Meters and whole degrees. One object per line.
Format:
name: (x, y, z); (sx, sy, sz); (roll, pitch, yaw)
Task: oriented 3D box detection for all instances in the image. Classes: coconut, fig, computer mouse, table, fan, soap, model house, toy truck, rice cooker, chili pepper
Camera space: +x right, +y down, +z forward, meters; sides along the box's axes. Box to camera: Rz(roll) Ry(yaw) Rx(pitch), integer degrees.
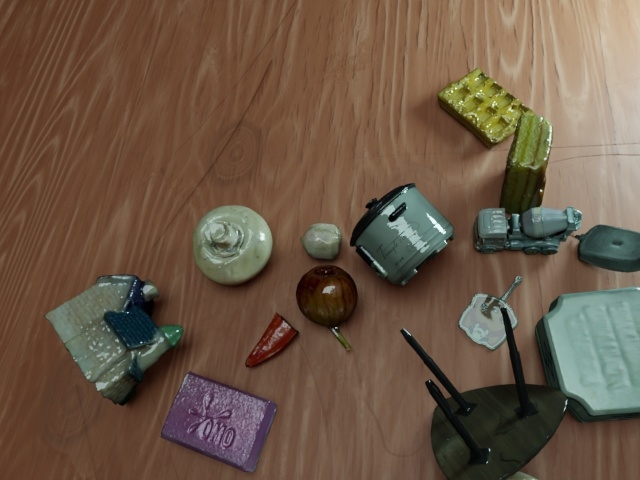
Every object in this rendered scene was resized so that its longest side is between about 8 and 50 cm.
coconut: (0.000, 0.000, 1.453); (0.124, 0.110, 0.110); (7, 67, 9)
fig: (0.020, 0.176, 1.354); (0.174, 0.207, 0.175); (-6, 25, 3)
computer mouse: (0.753, 0.025, 1.261); (0.113, 0.068, 0.229); (-53, 25, -5)
table: (0.330, 0.297, 1.061); (0.317, 0.317, 0.249); (-30, 102, -2)
fan: (0.467, 0.179, 1.315); (0.132, 0.009, 0.220); (35, 78, 22)
soap: (-0.263, 0.471, 1.300); (0.259, 0.081, 0.181); (14, 69, 18)
model house: (-0.548, 0.254, 1.391); (0.284, 0.243, 0.298); (-41, 67, -17)
toy truck: (0.545, -0.037, 1.327); (0.256, 0.140, 0.108); (0, 66, 13)
rice cooker: (0.209, -0.022, 1.329); (0.241, 0.280, 0.227); (-41, 79, -6)
chili pepper: (-0.146, 0.288, 1.375); (0.169, 0.065, 0.088); (-46, 63, -7)

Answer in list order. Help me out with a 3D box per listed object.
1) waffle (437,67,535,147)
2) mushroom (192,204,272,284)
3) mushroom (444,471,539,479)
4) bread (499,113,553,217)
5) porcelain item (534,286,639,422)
waffle: (0.513, -0.416, 1.562); (0.168, 0.057, 0.274); (-35, 62, -5)
mushroom: (-0.266, 0.008, 1.458); (0.245, 0.202, 0.247); (-2, 75, 9)
mushroom: (0.360, 0.593, 0.984); (0.292, 0.290, 0.293); (-7, 64, 16)
bread: (0.562, -0.194, 1.348); (0.110, 0.234, 0.184); (14, 67, 22)
porcelain item: (0.662, 0.266, 1.146); (0.281, 0.157, 0.286); (-9, 63, 8)
